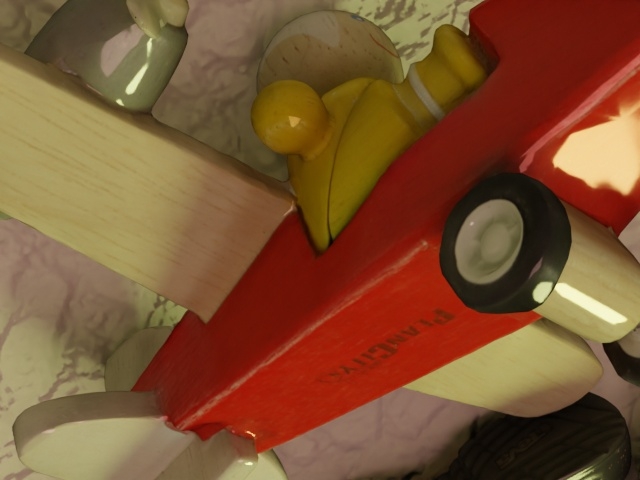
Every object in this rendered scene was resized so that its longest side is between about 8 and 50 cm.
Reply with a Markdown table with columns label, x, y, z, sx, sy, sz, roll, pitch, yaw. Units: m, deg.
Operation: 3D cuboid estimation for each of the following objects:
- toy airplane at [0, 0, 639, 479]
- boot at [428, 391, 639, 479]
| label | x | y | z | sx | sy | sz | roll | pitch | yaw |
| --- | --- | --- | --- | --- | --- | --- | --- | --- | --- |
| toy airplane | 0.000 | 0.000 | 0.673 | 0.384 | 0.272 | 0.386 | -5 | 147 | -2 |
| boot | 0.093 | 0.268 | 0.846 | 0.338 | 0.118 | 0.223 | -22 | 118 | -1 |
